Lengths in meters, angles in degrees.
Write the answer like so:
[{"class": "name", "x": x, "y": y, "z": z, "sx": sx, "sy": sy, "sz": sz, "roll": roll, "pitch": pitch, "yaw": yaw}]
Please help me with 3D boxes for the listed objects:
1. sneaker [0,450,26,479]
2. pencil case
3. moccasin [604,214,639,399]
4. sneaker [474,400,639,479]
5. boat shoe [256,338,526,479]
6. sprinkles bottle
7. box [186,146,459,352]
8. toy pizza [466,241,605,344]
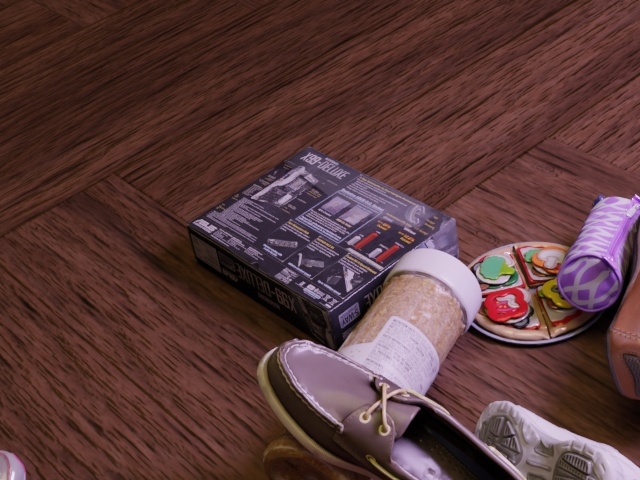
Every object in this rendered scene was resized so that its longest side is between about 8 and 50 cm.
[{"class": "sneaker", "x": -0.451, "y": 0.314, "z": 1.303, "sx": 0.252, "sy": 0.111, "sz": 0.103, "roll": -35, "pitch": 44, "yaw": -28}, {"class": "pencil case", "x": 0.366, "y": 0.013, "z": 1.470, "sx": 0.086, "sy": 0.088, "sz": 0.206, "roll": 46, "pitch": 36, "yaw": -3}, {"class": "moccasin", "x": 0.444, "y": 0.040, "z": 1.371, "sx": 0.147, "sy": 0.139, "sz": 0.380, "roll": -9, "pitch": 22, "yaw": 31}, {"class": "sneaker", "x": 0.261, "y": 0.244, "z": 1.252, "sx": 0.115, "sy": 0.090, "sz": 0.232, "roll": 18, "pitch": 3, "yaw": -33}, {"class": "boat shoe", "x": 0.081, "y": 0.203, "z": 1.196, "sx": 0.324, "sy": 0.096, "sz": 0.116, "roll": 39, "pitch": 51, "yaw": 4}, {"class": "sprinkles bottle", "x": 0.070, "y": 0.160, "z": 1.362, "sx": 0.121, "sy": 0.121, "sz": 0.355, "roll": 13, "pitch": 44, "yaw": 27}, {"class": "box", "x": 0.000, "y": 0.000, "z": 1.616, "sx": 0.242, "sy": 0.076, "sz": 0.307, "roll": -35, "pitch": 44, "yaw": -28}, {"class": "toy pizza", "x": 0.276, "y": 0.060, "z": 1.509, "sx": 0.201, "sy": 0.032, "sz": 0.201, "roll": -7, "pitch": 38, "yaw": 6}]
